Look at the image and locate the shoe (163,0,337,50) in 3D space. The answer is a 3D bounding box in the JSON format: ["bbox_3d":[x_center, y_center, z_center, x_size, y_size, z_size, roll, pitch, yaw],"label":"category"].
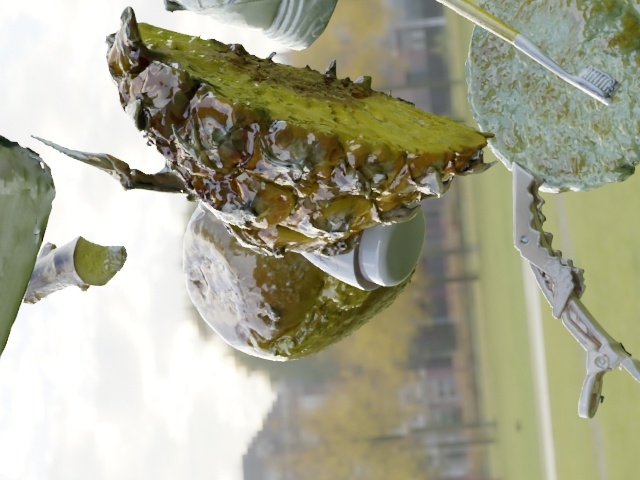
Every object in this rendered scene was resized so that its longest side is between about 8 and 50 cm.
[{"bbox_3d":[-0.063,-0.377,1.999,0.132,0.211,0.342,-118,39,-54],"label":"shoe"}]

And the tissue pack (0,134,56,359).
[{"bbox_3d":[-0.410,0.046,1.266,0.253,0.416,0.264,31,-121,-34],"label":"tissue pack"}]

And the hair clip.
[{"bbox_3d":[0.196,0.042,1.497,0.226,0.072,0.034,62,-159,17],"label":"hair clip"}]

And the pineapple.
[{"bbox_3d":[-0.048,-0.052,1.379,0.161,0.335,0.158,-85,20,-62],"label":"pineapple"}]

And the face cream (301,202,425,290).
[{"bbox_3d":[0.032,-0.008,1.522,0.091,0.095,0.091,-36,-45,-47],"label":"face cream"}]

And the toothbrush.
[{"bbox_3d":[0.175,-0.203,1.747,0.288,0.024,0.021,37,-178,35],"label":"toothbrush"}]

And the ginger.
[{"bbox_3d":[-0.248,0.026,1.770,0.044,0.137,0.057,-27,-83,-54],"label":"ginger"}]

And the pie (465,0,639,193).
[{"bbox_3d":[0.292,-0.188,2.081,0.105,0.257,0.274,6,-112,-70],"label":"pie"}]

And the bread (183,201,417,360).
[{"bbox_3d":[0.000,0.000,1.824,0.176,0.246,0.195,40,153,29],"label":"bread"}]
